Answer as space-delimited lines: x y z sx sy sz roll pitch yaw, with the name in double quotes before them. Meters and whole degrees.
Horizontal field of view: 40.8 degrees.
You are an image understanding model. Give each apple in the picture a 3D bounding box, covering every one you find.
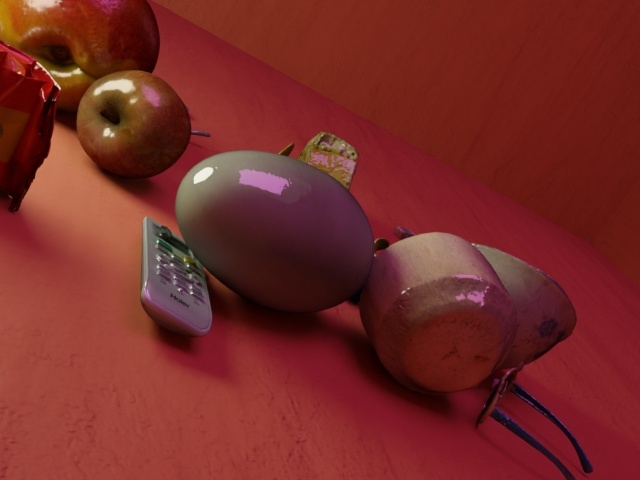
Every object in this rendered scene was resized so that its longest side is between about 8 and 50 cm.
"apple" -0.320 -0.200 1.493 0.188 0.188 0.174 35 12 12

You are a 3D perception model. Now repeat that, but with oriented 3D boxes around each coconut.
"coconut" 0.185 0.113 1.404 0.237 0.237 0.266 25 23 -24

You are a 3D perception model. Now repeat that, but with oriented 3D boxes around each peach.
"peach" -0.457 -0.390 1.621 0.308 0.308 0.332 27 19 -15

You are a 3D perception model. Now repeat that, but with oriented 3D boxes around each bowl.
"bowl" 0.297 0.155 1.579 0.313 0.146 0.313 23 -29 14

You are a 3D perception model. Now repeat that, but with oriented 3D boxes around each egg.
"egg" -0.065 -0.014 1.308 0.371 0.230 0.230 27 15 -45

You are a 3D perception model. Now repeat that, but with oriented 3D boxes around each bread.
"bread" 0.006 -0.152 1.957 0.124 0.186 0.257 24 9 -11

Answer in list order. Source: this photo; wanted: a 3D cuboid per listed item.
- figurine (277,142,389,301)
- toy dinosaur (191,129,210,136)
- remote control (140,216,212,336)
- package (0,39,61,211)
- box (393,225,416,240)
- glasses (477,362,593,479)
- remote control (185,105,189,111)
"figurine" 0.000 0.000 1.620 0.338 0.204 0.283 45 9 1
"toy dinosaur" -0.396 -0.295 1.821 0.383 0.076 0.129 31 -7 -21
"remote control" -0.210 0.049 1.199 0.103 0.051 0.293 35 12 -20
"package" -0.547 -0.222 1.127 0.424 0.196 0.123 29 15 -14
"box" 0.232 -0.003 2.212 0.054 0.024 0.083 18 21 -43
"glasses" 0.349 0.327 1.430 0.220 0.088 0.190 56 20 10
"remote control" -0.421 -0.379 2.131 0.245 0.022 0.077 38 19 21
